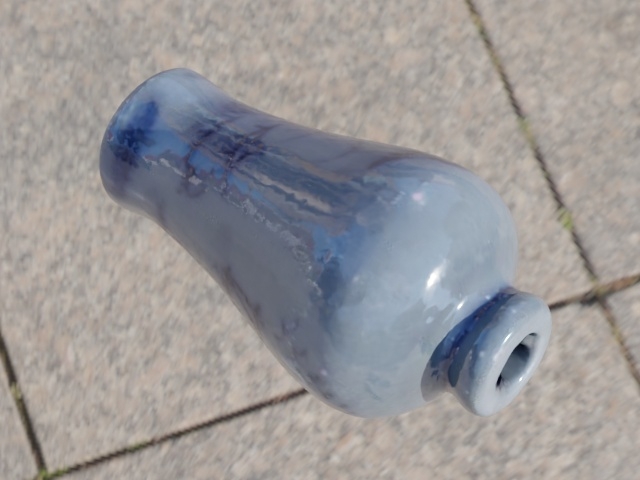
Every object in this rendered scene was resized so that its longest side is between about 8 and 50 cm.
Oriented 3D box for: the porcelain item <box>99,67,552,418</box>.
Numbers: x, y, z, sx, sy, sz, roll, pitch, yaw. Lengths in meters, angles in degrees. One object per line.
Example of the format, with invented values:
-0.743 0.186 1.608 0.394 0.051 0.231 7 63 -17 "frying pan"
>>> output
0.000 0.000 0.785 0.259 0.141 0.141 31 63 26 "porcelain item"
